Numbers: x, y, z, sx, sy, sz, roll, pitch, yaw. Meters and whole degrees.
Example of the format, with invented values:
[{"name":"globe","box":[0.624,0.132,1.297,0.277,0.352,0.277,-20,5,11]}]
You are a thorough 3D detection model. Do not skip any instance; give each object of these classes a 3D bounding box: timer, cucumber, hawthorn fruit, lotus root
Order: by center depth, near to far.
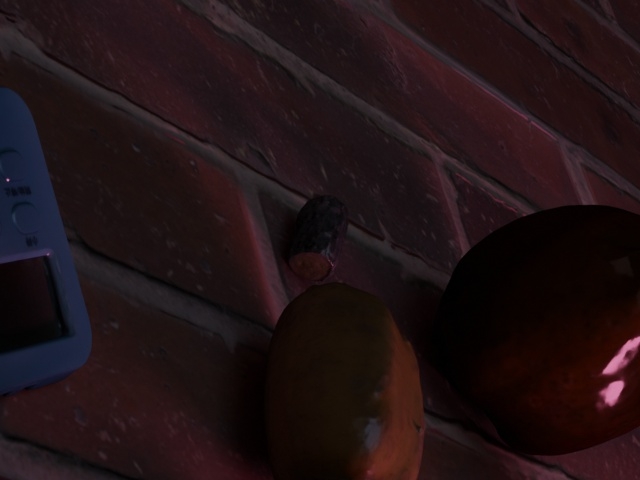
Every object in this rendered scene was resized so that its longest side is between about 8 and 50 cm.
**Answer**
[{"name":"timer","box":[-0.286,0.005,1.594,0.250,0.091,0.232,64,24,5]},{"name":"lotus root","box":[0.017,0.178,1.880,0.169,0.151,0.343,57,22,-32]},{"name":"cucumber","box":[0.000,-0.001,2.164,0.064,0.064,0.112,48,26,-21]},{"name":"hawthorn fruit","box":[0.302,0.104,2.316,0.308,0.325,0.308,10,73,-36]}]
